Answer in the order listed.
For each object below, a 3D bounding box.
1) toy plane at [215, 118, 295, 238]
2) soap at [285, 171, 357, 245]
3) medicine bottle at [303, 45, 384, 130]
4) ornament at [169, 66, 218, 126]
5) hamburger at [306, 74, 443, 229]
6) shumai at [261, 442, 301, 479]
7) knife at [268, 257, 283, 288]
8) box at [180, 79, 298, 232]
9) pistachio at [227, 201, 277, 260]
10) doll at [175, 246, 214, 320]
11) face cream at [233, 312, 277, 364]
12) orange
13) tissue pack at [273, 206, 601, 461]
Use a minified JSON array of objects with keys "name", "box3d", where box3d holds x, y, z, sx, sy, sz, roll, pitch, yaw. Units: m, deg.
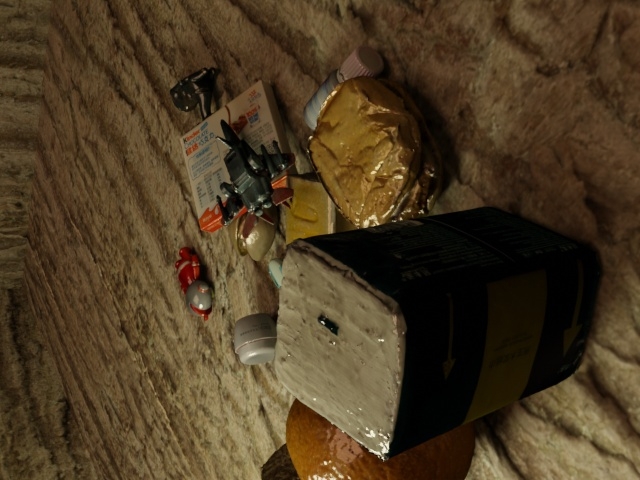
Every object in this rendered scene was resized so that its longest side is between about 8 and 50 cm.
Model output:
[{"name":"toy plane","box3d":[-0.169,-0.162,1.586,0.223,0.104,0.326,-42,59,17]},{"name":"soap","box3d":[0.000,0.000,1.560,0.173,0.089,0.274,15,109,50]},{"name":"medicine bottle","box3d":[0.045,-0.291,1.439,0.203,0.083,0.083,-41,65,50]},{"name":"ornament","box3d":[-0.323,-0.314,1.946,0.202,0.080,0.236,-17,83,51]},{"name":"hamburger","box3d":[0.105,-0.148,1.340,0.259,0.144,0.283,-47,56,43]},{"name":"shumai","box3d":[-0.037,0.582,1.707,0.206,0.166,0.176,44,153,42]},{"name":"knife","box3d":[-0.060,0.131,1.720,0.222,0.031,0.064,58,134,24]},{"name":"box","box3d":[-0.195,-0.193,1.706,0.273,0.048,0.265,-29,64,27]},{"name":"pistachio","box3d":[-0.160,-0.038,1.756,0.124,0.124,0.185,41,133,42]},{"name":"doll","box3d":[-0.358,0.131,2.097,0.245,0.076,0.142,57,139,35]},{"name":"face cream","box3d":[-0.155,0.242,1.802,0.117,0.117,0.104,-45,52,48]},{"name":"orange","box3d":[0.100,0.339,1.312,0.357,0.322,0.322,-27,75,65]},{"name":"tissue pack","box3d":[0.172,0.107,1.073,0.264,0.416,0.253,29,123,46]}]
